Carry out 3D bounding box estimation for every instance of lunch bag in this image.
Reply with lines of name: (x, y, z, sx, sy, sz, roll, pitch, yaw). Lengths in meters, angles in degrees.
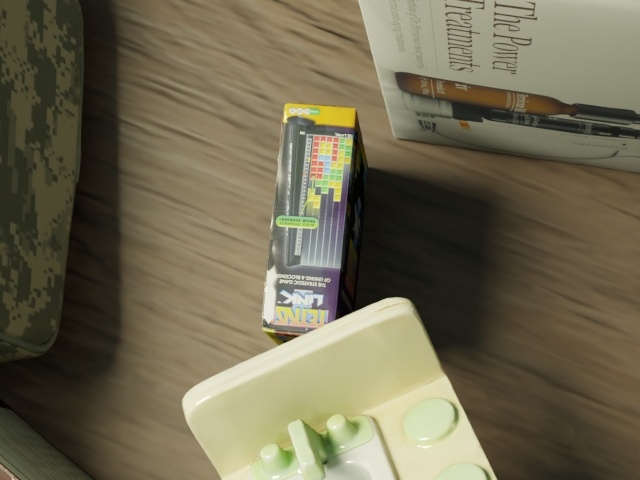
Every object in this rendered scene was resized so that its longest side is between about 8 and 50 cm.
lunch bag: (-0.317, -0.057, 0.995, 0.256, 0.212, 0.305, -7, 73, 23)

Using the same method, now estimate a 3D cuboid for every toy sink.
toy sink: (0.038, 0.176, 0.889, 0.153, 0.234, 0.131, -24, 39, 1)

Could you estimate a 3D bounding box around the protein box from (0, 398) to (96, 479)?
protein box: (-0.252, 0.205, 0.943, 0.136, 0.201, 0.200, 38, 86, 10)

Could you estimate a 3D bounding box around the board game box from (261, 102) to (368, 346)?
board game box: (0.000, 0.000, 0.969, 0.048, 0.170, 0.141, 4, 81, 5)

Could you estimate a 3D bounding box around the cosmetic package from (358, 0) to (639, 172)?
cosmetic package: (0.175, -0.121, 0.866, 0.284, 0.377, 0.097, 7, 82, 8)
